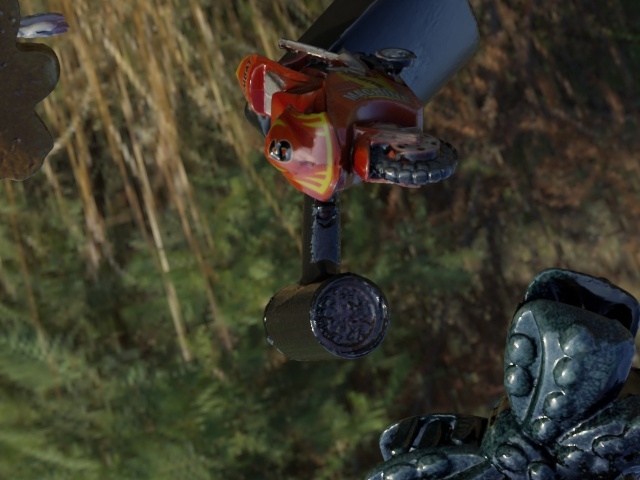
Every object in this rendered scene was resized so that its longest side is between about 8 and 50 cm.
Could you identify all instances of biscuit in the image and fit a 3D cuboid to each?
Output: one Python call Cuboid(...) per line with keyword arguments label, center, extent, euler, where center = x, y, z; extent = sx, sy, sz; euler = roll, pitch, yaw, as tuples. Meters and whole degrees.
Cuboid(label="biscuit", center=(-0.290, -0.136, 1.049), extent=(0.166, 0.036, 0.225), euler=(-23, 125, -14))

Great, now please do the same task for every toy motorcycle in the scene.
Cuboid(label="toy motorcycle", center=(0.018, -0.119, 1.275), extent=(0.171, 0.298, 0.089), euler=(-12, 119, -11))

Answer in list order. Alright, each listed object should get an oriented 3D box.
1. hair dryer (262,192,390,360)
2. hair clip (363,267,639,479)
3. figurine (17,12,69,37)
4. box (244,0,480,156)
Cuboid(label="hair dryer", center=(0.000, 0.000, 1.385), extent=(0.089, 0.251, 0.197), euler=(-1, 176, -15))
Cuboid(label="hair clip", center=(0.194, 0.187, 1.211), extent=(0.310, 0.206, 0.194), euler=(-50, -178, 25))
Cuboid(label="figurine", center=(-0.464, -0.262, 1.398), extent=(0.316, 0.206, 0.284), euler=(-12, -168, 34))
Cuboid(label="box", center=(0.056, -0.194, 1.554), extent=(0.289, 0.073, 0.290), euler=(-46, 158, 1))
